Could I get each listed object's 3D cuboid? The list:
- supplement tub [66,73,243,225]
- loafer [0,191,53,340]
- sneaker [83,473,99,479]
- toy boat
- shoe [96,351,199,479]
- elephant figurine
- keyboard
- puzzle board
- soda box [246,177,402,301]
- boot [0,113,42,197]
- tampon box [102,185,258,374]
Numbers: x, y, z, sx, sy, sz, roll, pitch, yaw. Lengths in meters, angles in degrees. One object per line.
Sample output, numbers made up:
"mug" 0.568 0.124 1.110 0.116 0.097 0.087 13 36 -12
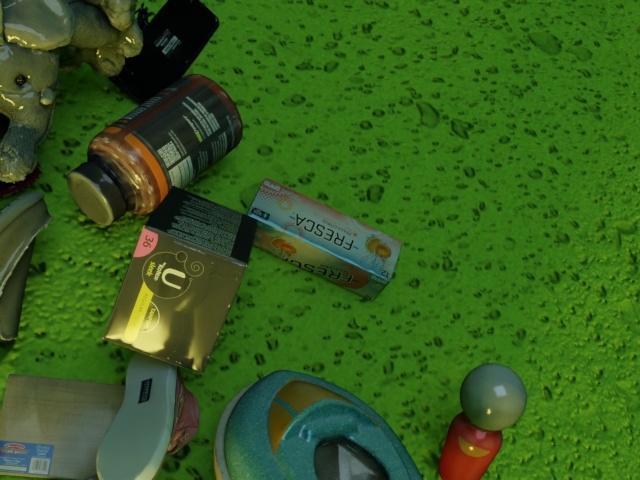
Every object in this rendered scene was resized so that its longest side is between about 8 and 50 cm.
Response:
"supplement tub" -0.187 -0.100 0.891 0.106 0.106 0.198 42 57 7
"loafer" -0.332 0.063 0.768 0.087 0.094 0.251 40 63 -24
"sneaker" -0.135 0.283 0.695 0.283 0.099 0.153 0 64 -16
"toy boat" 0.059 0.201 0.756 0.318 0.148 0.267 -5 35 -33
"shoe" -0.149 0.179 0.726 0.064 0.081 0.178 -16 32 8
"elephant figurine" -0.309 -0.208 0.825 0.186 0.169 0.239 28 44 13
"keyboard" -0.212 -0.255 1.023 0.100 0.038 0.192 43 52 -21
"puzzle board" -0.245 0.183 0.766 0.128 0.011 0.096 9 60 -14
"soda box" 0.000 0.000 0.928 0.183 0.058 0.063 25 56 -4
"boot" -0.426 -0.118 0.823 0.237 0.085 0.178 -17 68 -35
"tampon box" -0.132 0.033 0.783 0.102 0.120 0.161 21 15 -6
